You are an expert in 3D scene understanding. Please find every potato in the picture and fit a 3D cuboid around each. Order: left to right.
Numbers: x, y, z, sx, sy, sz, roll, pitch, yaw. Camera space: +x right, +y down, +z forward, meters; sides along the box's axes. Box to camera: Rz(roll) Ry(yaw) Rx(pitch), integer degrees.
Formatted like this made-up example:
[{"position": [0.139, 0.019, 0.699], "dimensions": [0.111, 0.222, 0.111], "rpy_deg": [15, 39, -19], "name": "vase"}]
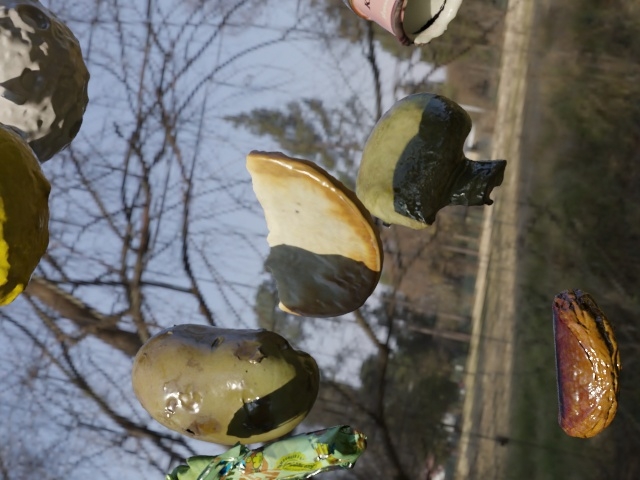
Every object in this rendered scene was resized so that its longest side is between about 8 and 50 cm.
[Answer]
[{"position": [-0.132, 0.199, 1.419], "dimensions": [0.165, 0.262, 0.165], "rpy_deg": [0, -90, -80], "name": "potato"}]

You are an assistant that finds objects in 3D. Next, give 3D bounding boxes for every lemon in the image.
[{"position": [-0.442, -0.030, 1.232], "dimensions": [0.233, 0.233, 0.288], "rpy_deg": [78, -166, -65], "name": "lemon"}]

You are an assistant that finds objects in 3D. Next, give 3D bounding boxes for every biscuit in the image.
[{"position": [0.000, 0.000, 1.551], "dimensions": [0.040, 0.204, 0.309], "rpy_deg": [-55, -34, -42], "name": "biscuit"}]

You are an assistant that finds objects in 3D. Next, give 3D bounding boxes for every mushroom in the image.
[{"position": [0.180, -0.149, 1.964], "dimensions": [0.217, 0.292, 0.212], "rpy_deg": [-35, -41, -28], "name": "mushroom"}]

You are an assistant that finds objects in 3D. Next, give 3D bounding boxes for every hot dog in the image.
[{"position": [0.401, 0.188, 1.555], "dimensions": [0.160, 0.099, 0.227], "rpy_deg": [-50, -42, -69], "name": "hot dog"}]

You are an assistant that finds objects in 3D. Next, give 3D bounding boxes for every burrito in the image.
[{"position": [-0.083, 0.261, 1.199], "dimensions": [0.104, 0.288, 0.054], "rpy_deg": [17, -119, -51], "name": "burrito"}]

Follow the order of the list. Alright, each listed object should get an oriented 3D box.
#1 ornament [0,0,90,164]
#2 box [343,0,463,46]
[{"position": [-0.572, -0.273, 1.823], "dimensions": [0.337, 0.337, 0.337], "rpy_deg": [12, -90, -80], "name": "ornament"}, {"position": [0.122, -0.363, 1.488], "dimensions": [0.151, 0.135, 0.151], "rpy_deg": [-23, -38, -20], "name": "box"}]
